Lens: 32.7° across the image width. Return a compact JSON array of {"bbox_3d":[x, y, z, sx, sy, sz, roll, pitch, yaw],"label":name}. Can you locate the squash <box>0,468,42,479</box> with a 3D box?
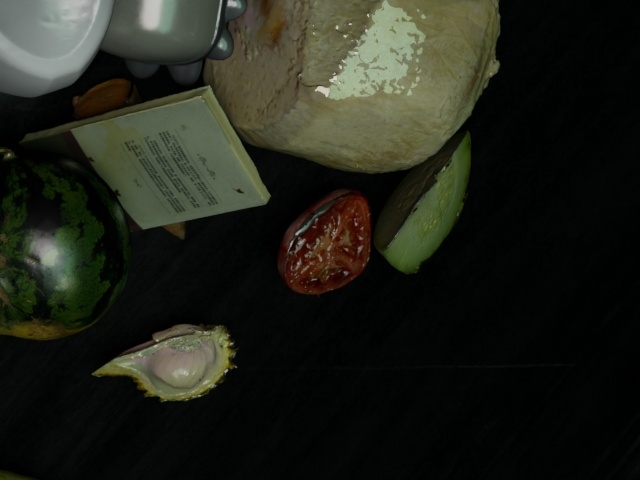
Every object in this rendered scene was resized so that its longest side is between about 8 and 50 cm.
[{"bbox_3d":[-0.450,0.408,1.601,0.247,0.132,0.133,26,95,-37],"label":"squash"}]

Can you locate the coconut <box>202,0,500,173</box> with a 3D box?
[{"bbox_3d":[0.066,-0.276,1.478,0.404,0.404,0.405,-13,117,-28],"label":"coconut"}]

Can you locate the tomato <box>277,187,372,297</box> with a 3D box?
[{"bbox_3d":[-0.005,-0.004,1.742,0.174,0.082,0.166,-21,125,-29],"label":"tomato"}]

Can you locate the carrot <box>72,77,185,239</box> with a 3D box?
[{"bbox_3d":[-0.249,-0.101,1.536,0.102,0.102,0.263,-37,127,-14],"label":"carrot"}]

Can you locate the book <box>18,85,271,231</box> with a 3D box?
[{"bbox_3d":[-0.235,-0.095,1.462,0.289,0.026,0.201,-10,132,21],"label":"book"}]

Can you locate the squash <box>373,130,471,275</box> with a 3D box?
[{"bbox_3d":[0.194,-0.044,1.814,0.155,0.204,0.237,39,86,-15],"label":"squash"}]

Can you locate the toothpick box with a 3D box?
[{"bbox_3d":[-0.197,-0.357,1.376,0.229,0.229,0.317,-3,112,-32],"label":"toothpick box"}]

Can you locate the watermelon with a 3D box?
[{"bbox_3d":[-0.370,0.006,1.396,0.268,0.269,0.269,-13,117,-28],"label":"watermelon"}]

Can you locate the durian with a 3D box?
[{"bbox_3d":[-0.242,0.179,1.677,0.224,0.078,0.140,-2,124,-21],"label":"durian"}]

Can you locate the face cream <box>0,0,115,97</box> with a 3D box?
[{"bbox_3d":[-0.363,-0.319,1.196,0.219,0.357,0.313,-23,121,-23],"label":"face cream"}]
